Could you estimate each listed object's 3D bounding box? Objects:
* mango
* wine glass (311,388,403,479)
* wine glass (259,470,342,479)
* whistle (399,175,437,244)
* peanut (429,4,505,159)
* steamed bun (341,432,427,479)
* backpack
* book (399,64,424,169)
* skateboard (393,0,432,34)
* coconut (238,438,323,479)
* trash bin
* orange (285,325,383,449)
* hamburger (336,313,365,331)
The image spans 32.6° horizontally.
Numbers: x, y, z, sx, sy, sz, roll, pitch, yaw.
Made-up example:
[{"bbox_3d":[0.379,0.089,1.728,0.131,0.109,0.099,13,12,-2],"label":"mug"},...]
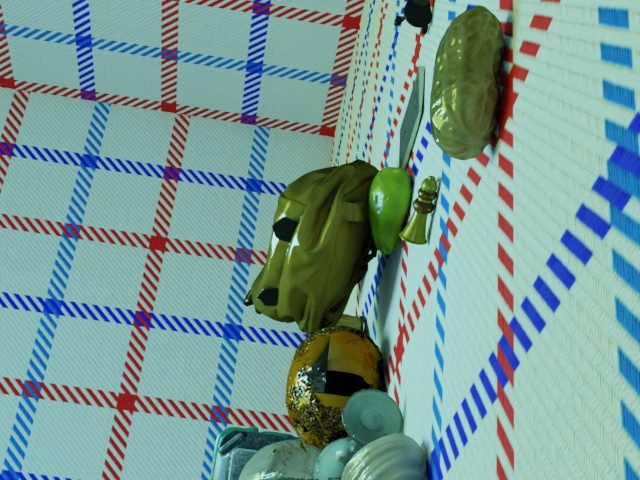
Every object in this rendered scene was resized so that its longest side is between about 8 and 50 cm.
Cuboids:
[{"bbox_3d":[0.121,-0.055,2.002,0.091,0.074,0.165,-103,21,-75],"label":"mango"},{"bbox_3d":[-0.011,0.299,1.836,0.096,0.264,0.309,-44,-13,-30],"label":"wine glass"},{"bbox_3d":[-0.025,0.550,1.757,0.238,0.238,0.322,105,171,-61],"label":"wine glass"},{"bbox_3d":[0.165,-0.050,1.707,0.046,0.057,0.109,32,112,37],"label":"whistle"},{"bbox_3d":[0.177,-0.193,1.327,0.093,0.083,0.194,38,-122,-78],"label":"peanut"},{"bbox_3d":[0.080,0.350,1.477,0.183,0.106,0.182,-173,90,-88],"label":"steamed bun"},{"bbox_3d":[0.005,0.004,2.153,0.378,0.201,0.353,-34,-34,-63],"label":"backpack"},{"bbox_3d":[0.172,-0.226,2.078,0.181,0.014,0.127,103,174,-51],"label":"book"},{"bbox_3d":[0.190,-0.468,2.048,0.080,0.067,0.151,154,129,-75],"label":"skateboard"},{"bbox_3d":[-0.052,0.521,2.112,0.245,0.245,0.247,-86,10,-53],"label":"coconut"},{"bbox_3d":[-0.076,0.558,2.423,0.381,0.295,0.259,68,-151,-76],"label":"trash bin"},{"bbox_3d":[0.028,0.273,2.011,0.234,0.182,0.234,-4,-90,-88],"label":"orange"},{"bbox_3d":[0.033,0.241,2.326,0.262,0.131,0.124,-75,-6,-78],"label":"hamburger"}]
